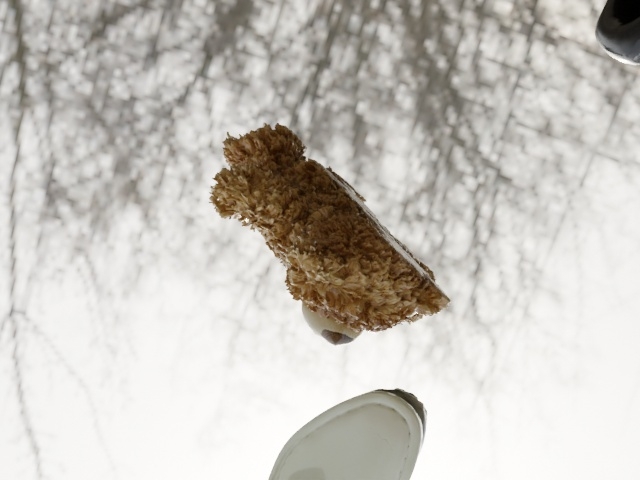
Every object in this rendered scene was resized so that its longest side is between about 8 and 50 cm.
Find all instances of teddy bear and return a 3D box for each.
[{"bbox_3d":[0.000,0.000,1.558,0.245,0.113,0.338,36,-170,-46],"label":"teddy bear"}]

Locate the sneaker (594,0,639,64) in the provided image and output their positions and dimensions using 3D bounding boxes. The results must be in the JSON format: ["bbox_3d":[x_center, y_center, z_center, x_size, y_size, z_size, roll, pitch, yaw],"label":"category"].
[{"bbox_3d":[0.220,-0.334,1.056,0.202,0.483,0.185,-18,-165,-11],"label":"sneaker"}]

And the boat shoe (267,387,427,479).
[{"bbox_3d":[0.008,0.231,1.449,0.109,0.305,0.091,42,-147,12],"label":"boat shoe"}]
